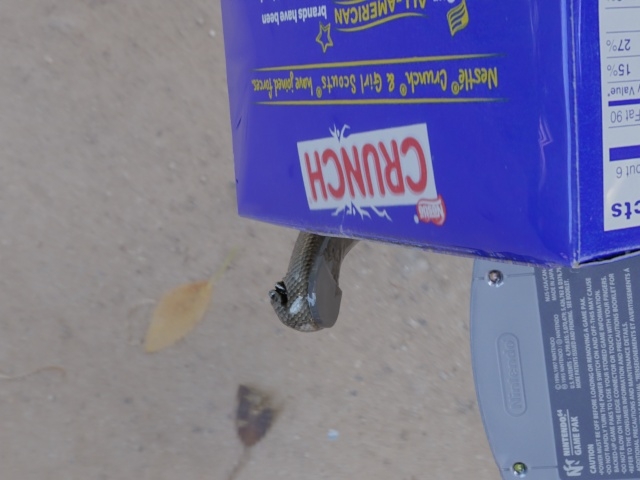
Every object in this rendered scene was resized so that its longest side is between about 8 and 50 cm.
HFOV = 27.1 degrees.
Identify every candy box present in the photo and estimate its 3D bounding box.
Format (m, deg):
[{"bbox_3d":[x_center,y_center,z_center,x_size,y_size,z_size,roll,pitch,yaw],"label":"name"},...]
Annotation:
[{"bbox_3d":[0.056,-0.160,0.563,0.122,0.268,0.317,-7,99,-29],"label":"candy box"}]

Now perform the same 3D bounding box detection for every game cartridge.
[{"bbox_3d":[0.223,0.097,1.091,0.196,0.060,0.294,-6,108,10],"label":"game cartridge"}]

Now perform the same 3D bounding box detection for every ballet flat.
[{"bbox_3d":[0.000,0.000,1.269,0.058,0.084,0.250,-12,34,22],"label":"ballet flat"}]
